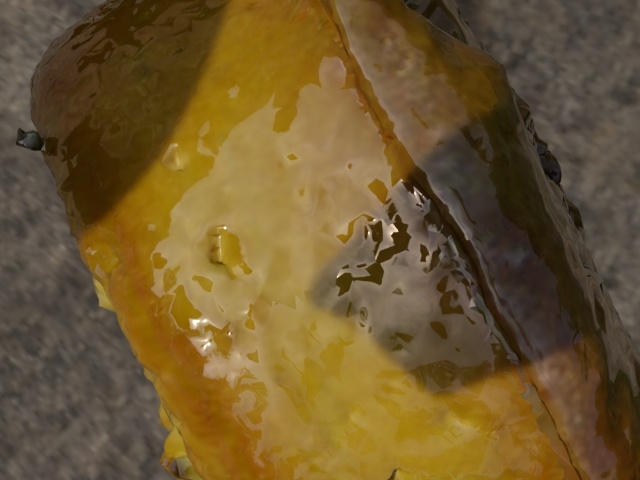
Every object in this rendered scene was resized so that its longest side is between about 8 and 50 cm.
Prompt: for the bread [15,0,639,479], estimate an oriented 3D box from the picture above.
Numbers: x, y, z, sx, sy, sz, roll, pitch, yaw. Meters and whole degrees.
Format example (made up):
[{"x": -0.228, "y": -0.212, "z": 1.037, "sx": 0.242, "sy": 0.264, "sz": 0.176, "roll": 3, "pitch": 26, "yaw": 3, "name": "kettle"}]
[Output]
[{"x": 0.000, "y": 0.000, "z": 0.763, "sx": 0.194, "sy": 0.340, "sz": 0.179, "roll": -28, "pitch": 167, "yaw": 6, "name": "bread"}]
